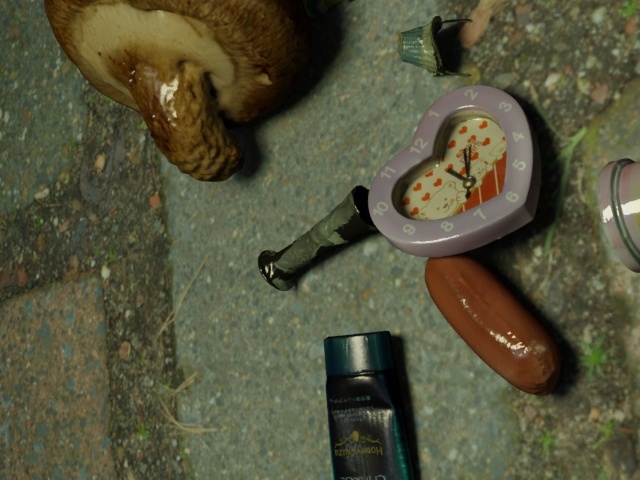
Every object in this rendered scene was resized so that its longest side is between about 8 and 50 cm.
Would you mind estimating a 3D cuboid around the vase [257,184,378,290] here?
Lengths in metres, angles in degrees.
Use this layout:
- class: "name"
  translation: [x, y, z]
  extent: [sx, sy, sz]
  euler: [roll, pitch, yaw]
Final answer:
- class: "vase"
  translation: [0.000, 0.000, 1.319]
  extent: [0.167, 0.059, 0.059]
  euler: [-34, 62, 34]

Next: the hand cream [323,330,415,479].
- class: "hand cream"
  translation: [0.057, 0.238, 1.242]
  extent: [0.120, 0.061, 0.270]
  euler: [-11, 84, 36]

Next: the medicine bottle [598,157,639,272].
- class: "medicine bottle"
  translation: [0.441, -0.068, 0.895]
  extent: [0.426, 0.108, 0.108]
  euler: [-16, 73, 39]

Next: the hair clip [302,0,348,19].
- class: "hair clip"
  translation: [-0.027, -0.304, 1.392]
  extent: [0.188, 0.060, 0.033]
  euler: [-5, 63, 46]

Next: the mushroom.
- class: "mushroom"
  translation: [-0.178, -0.263, 1.367]
  extent: [0.345, 0.345, 0.239]
  euler: [-40, 22, 31]

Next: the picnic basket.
- class: "picnic basket"
  translation: [0.128, -0.213, 1.237]
  extent: [0.083, 0.083, 0.065]
  euler: [-1, 79, -2]

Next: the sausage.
- class: "sausage"
  translation: [0.173, 0.081, 1.136]
  extent: [0.194, 0.077, 0.077]
  euler: [48, 115, 35]

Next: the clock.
- class: "clock"
  translation: [0.156, -0.059, 1.161]
  extent: [0.172, 0.064, 0.198]
  euler: [33, 83, 38]
